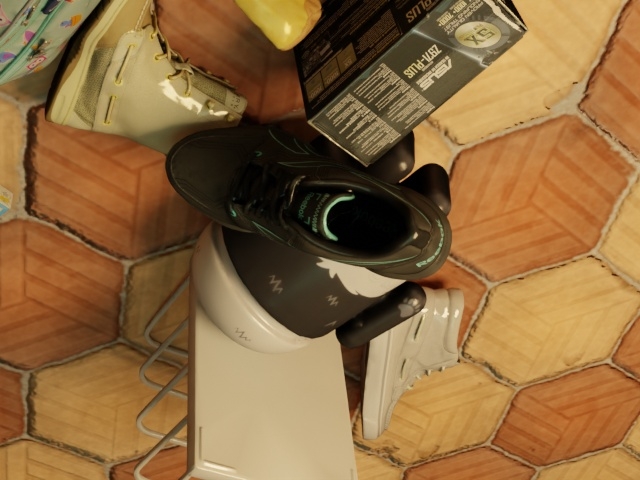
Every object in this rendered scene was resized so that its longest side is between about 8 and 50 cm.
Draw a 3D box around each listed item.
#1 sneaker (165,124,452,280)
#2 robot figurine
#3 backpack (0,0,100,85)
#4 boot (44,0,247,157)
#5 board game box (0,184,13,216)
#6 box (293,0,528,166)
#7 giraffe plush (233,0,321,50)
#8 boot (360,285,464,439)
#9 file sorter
[{"bbox_3d":[-0.018,-0.042,0.771,0.268,0.106,0.101,17,92,15],"label":"sneaker"},{"bbox_3d":[-0.001,-0.002,0.921,0.278,0.209,0.174,-36,158,20],"label":"robot figurine"},{"bbox_3d":[-0.263,-0.207,0.694,0.166,0.144,0.188,44,127,-8],"label":"backpack"},{"bbox_3d":[-0.136,-0.162,0.812,0.165,0.077,0.213,20,131,-25],"label":"boot"},{"bbox_3d":[-0.407,-0.027,0.922,0.154,0.026,0.103,-33,129,20],"label":"board game box"},{"bbox_3d":[0.069,-0.179,0.781,0.180,0.147,0.078,-40,126,24],"label":"box"},{"bbox_3d":[-0.033,-0.274,0.671,0.170,0.181,0.210,-41,145,11],"label":"giraffe plush"},{"bbox_3d":[0.115,0.161,1.139,0.124,0.095,0.258,2,132,-2],"label":"boot"},{"bbox_3d":[-0.097,0.191,1.014,0.193,0.277,0.173,23,129,-28],"label":"file sorter"}]
